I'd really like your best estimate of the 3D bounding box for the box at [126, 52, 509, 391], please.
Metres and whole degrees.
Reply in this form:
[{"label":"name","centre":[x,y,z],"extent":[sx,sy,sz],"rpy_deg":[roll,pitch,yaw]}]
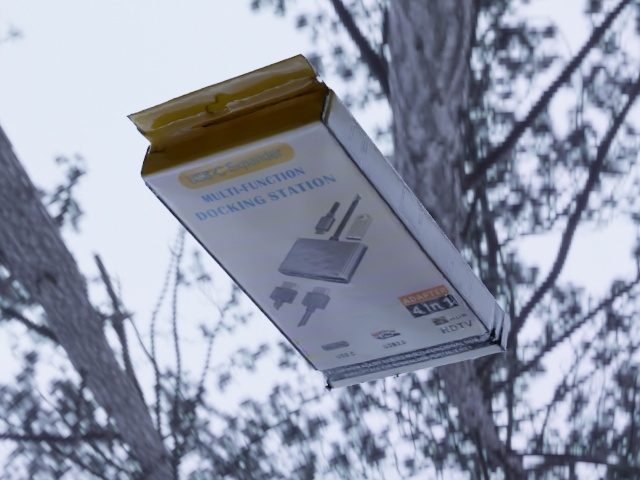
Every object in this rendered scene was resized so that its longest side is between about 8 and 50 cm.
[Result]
[{"label":"box","centre":[0.000,0.000,0.931],"extent":[0.129,0.247,0.033],"rpy_deg":[-16,-137,30]}]
